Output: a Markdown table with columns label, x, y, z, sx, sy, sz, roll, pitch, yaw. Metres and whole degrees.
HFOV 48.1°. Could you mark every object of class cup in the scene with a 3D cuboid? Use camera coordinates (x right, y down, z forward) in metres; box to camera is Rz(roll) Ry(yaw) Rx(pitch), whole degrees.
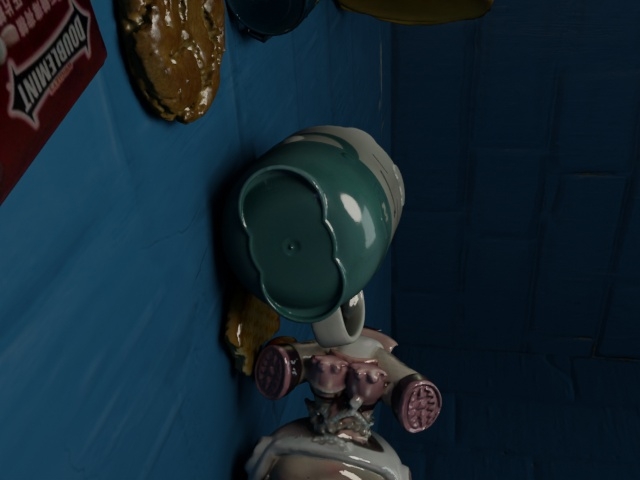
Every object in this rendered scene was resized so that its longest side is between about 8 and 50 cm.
| label | x | y | z | sx | sy | sz | roll | pitch | yaw |
| --- | --- | --- | --- | --- | --- | --- | --- | --- | --- |
| cup | -0.055 | -0.334 | 0.935 | 0.155 | 0.131 | 0.176 | -69 | -175 | -47 |
| cup | 0.000 | 0.000 | 0.967 | 0.257 | 0.219 | 0.290 | -56 | 133 | -69 |

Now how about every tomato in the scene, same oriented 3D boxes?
| label | x | y | z | sx | sy | sz | roll | pitch | yaw |
| --- | --- | --- | --- | --- | --- | --- | --- | --- | --- |
| tomato | -0.059 | 0.188 | 1.117 | 0.087 | 0.087 | 0.075 | -9 | 97 | -79 |

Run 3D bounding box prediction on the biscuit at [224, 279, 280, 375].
| label | x | y | z | sx | sy | sz | roll | pitch | yaw |
| --- | --- | --- | --- | --- | --- | --- | --- | --- | --- |
| biscuit | -0.096 | 0.116 | 1.042 | 0.228 | 0.031 | 0.176 | 75 | 22 | -64 |

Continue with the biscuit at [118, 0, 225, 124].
| label | x | y | z | sx | sy | sz | roll | pitch | yaw |
| --- | --- | --- | --- | --- | --- | --- | --- | --- | --- |
| biscuit | -0.137 | -0.225 | 0.699 | 0.226 | 0.042 | 0.226 | 2 | 90 | -78 |

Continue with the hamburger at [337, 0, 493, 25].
| label | x | y | z | sx | sy | sz | roll | pitch | yaw |
| --- | --- | --- | --- | --- | --- | --- | --- | --- | --- |
| hamburger | 0.205 | -0.641 | 1.522 | 0.396 | 0.395 | 0.278 | -10 | 104 | -79 |

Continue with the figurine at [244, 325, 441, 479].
| label | x | y | z | sx | sy | sz | roll | pitch | yaw |
| --- | --- | --- | --- | --- | --- | --- | --- | --- | --- |
| figurine | 0.030 | 0.315 | 1.028 | 0.211 | 0.253 | 0.361 | -2 | 104 | -68 |

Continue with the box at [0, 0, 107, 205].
| label | x | y | z | sx | sy | sz | roll | pitch | yaw |
| --- | --- | --- | --- | --- | --- | --- | --- | --- | --- |
| box | -0.192 | -0.085 | 0.375 | 0.224 | 0.069 | 0.120 | -78 | 166 | -47 |
